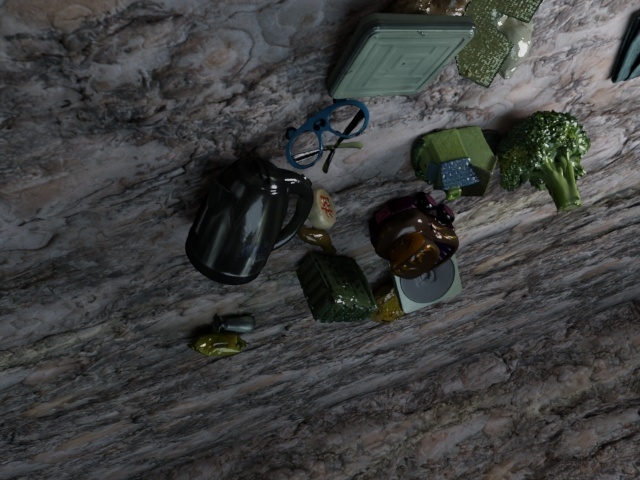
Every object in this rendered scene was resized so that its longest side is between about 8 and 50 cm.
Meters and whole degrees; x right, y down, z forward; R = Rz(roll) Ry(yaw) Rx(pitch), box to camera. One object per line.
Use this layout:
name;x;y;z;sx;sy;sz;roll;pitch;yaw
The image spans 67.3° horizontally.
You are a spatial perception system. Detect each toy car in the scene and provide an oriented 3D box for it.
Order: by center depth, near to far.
toy car;0.335;0.014;1.638;0.340;0.241;0.271;20;129;-37

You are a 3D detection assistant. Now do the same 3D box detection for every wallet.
wallet;1.028;-0.593;1.369;0.341;0.075;0.237;-22;148;-1

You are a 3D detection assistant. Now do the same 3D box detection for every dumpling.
dumpling;0.473;-0.497;1.182;0.134;0.099;0.169;-44;112;-15

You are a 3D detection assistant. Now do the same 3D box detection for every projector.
projector;0.410;0.129;1.896;0.258;0.079;0.258;-19;111;-5

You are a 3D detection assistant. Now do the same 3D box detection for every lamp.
lamp;0.171;-0.406;1.079;0.266;0.047;0.269;-10;170;-20

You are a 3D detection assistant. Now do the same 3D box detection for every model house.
model house;0.396;-0.201;1.423;0.213;0.189;0.195;-12;143;-13

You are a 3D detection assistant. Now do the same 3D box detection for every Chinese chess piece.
Chinese chess piece;-0.001;-0.093;1.420;0.051;0.122;0.122;-19;148;24

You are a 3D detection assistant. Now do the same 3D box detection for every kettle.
kettle;-0.168;-0.070;1.281;0.320;0.229;0.324;2;134;-34

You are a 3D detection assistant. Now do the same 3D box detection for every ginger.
ginger;0.249;-0.499;1.066;0.213;0.074;0.137;-27;160;0

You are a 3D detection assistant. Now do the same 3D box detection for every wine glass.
wine glass;-0.330;0.319;1.833;0.155;0.072;0.072;8;135;-36

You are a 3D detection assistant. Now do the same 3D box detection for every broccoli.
broccoli;0.688;-0.230;1.500;0.249;0.302;0.375;2;167;37

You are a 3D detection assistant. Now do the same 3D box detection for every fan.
fan;0.439;-0.264;1.534;0.293;0.012;0.223;-4;143;-24

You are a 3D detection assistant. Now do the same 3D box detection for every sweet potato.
sweet potato;0.003;0.000;1.606;0.069;0.060;0.249;-17;154;28

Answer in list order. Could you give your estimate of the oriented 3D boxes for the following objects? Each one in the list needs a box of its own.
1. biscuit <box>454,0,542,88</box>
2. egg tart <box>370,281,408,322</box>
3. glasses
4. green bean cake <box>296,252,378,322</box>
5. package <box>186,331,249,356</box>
biscuit;0.390;-0.489;1.095;0.147;0.046;0.250;23;122;-4
egg tart;0.311;0.245;2.056;0.290;0.107;0.291;-17;142;-14
glasses;0.043;-0.248;1.256;0.239;0.102;0.207;-34;143;15
green bean cake;0.064;0.166;1.695;0.254;0.241;0.132;10;130;-37
package;-0.393;0.399;1.857;0.226;0.090;0.168;2;172;-22
